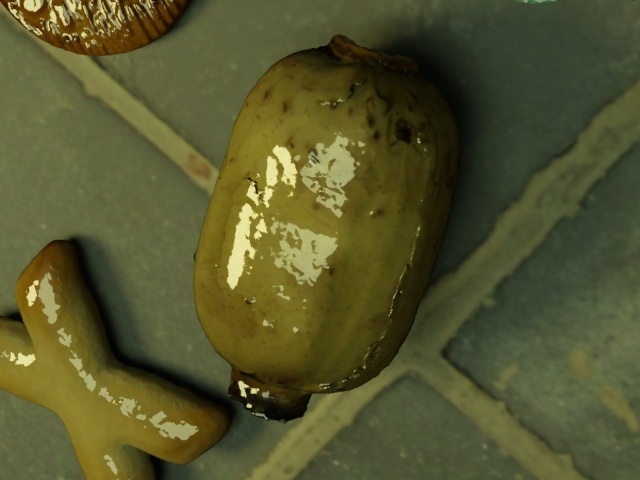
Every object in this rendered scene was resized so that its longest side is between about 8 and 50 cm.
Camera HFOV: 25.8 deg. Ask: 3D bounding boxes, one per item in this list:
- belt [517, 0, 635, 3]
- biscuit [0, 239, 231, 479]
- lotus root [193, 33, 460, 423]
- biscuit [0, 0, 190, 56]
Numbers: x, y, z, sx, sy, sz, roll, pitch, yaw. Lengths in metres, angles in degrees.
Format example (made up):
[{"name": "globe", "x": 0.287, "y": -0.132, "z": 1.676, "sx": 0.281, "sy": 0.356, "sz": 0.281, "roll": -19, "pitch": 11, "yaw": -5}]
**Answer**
[{"name": "belt", "x": 0.119, "y": -0.225, "z": 0.842, "sx": 0.147, "sy": 0.082, "sz": 0.163, "roll": -2, "pitch": 107, "yaw": 11}, {"name": "biscuit", "x": -0.188, "y": 0.119, "z": 1.126, "sx": 0.208, "sy": 0.047, "sz": 0.164, "roll": 46, "pitch": 119, "yaw": -1}, {"name": "lotus root", "x": 0.000, "y": 0.000, "z": 0.949, "sx": 0.160, "sy": 0.146, "sz": 0.284, "roll": 30, "pitch": 114, "yaw": 30}, {"name": "biscuit", "x": -0.168, "y": -0.220, "z": 0.988, "sx": 0.187, "sy": 0.027, "sz": 0.188, "roll": 8, "pitch": 113, "yaw": 18}]
